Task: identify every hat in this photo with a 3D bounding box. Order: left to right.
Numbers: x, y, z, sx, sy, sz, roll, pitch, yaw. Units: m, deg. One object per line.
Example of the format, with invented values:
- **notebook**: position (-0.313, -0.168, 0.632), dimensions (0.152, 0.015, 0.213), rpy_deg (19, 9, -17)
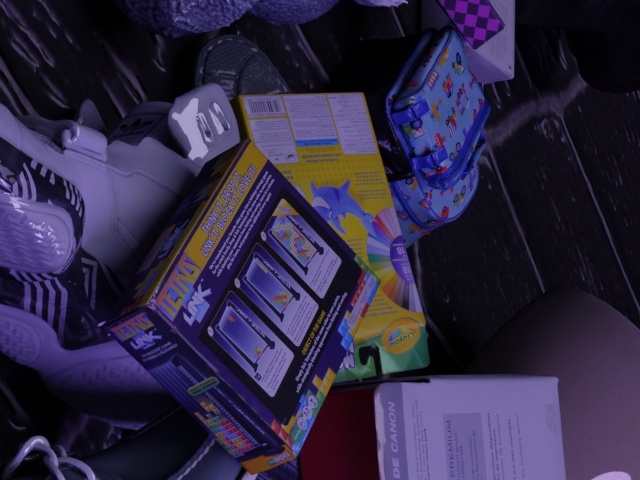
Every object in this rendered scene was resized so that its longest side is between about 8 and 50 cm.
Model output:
- **hat**: position (0.255, -0.307, 1.845), dimensions (0.134, 0.331, 0.331), rpy_deg (-10, 92, -17)

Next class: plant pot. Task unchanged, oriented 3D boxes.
- **plant pot**: position (0.205, 0.210, 1.596), dimensions (0.191, 0.284, 0.284), rpy_deg (-29, 111, -18)

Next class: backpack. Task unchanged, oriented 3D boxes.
- **backpack**: position (0.087, -0.085, 1.576), dimensions (0.158, 0.117, 0.173), rpy_deg (-56, 129, -48)

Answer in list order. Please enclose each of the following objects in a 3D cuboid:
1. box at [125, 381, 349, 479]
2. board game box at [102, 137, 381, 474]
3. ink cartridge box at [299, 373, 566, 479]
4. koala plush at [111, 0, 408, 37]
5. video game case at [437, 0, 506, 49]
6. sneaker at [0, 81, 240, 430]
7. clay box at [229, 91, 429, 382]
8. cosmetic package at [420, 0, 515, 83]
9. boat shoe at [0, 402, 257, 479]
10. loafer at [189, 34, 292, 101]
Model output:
- **box**: position (-0.034, 0.213, 1.353), dimensions (0.307, 0.076, 0.242), rpy_deg (41, 50, -45)
- **board game box**: position (-0.046, 0.041, 1.129), dimensions (0.141, 0.048, 0.170), rpy_deg (47, 42, -17)
- **ink cartridge box**: position (0.077, 0.258, 1.321), dimensions (0.272, 0.130, 0.309), rpy_deg (8, 76, -55)
- **koala plush**: position (-0.050, -0.229, 1.346), dimensions (0.221, 0.196, 0.203), rpy_deg (20, 77, -55)
- **video game case**: position (0.063, -0.303, 1.559), dimensions (0.232, 0.042, 0.210), rpy_deg (49, 10, -40)
- **sneaker**: position (-0.168, -0.044, 1.157), dimensions (0.366, 0.137, 0.210), rpy_deg (53, 41, -45)
- **clay box**: position (0.000, 0.000, 1.327), dimensions (0.127, 0.053, 0.222), rpy_deg (-5, 77, -40)
- **cosmetic package**: position (0.149, -0.283, 1.767), dimensions (0.099, 0.060, 0.239), rpy_deg (26, 61, -50)
- **boat shoe**: position (-0.161, 0.174, 1.075), dimensions (0.319, 0.116, 0.099), rpy_deg (-37, 113, -30)
- **loafer**: position (-0.049, -0.028, 1.399), dimensions (0.096, 0.084, 0.267), rpy_deg (-21, 87, -30)
